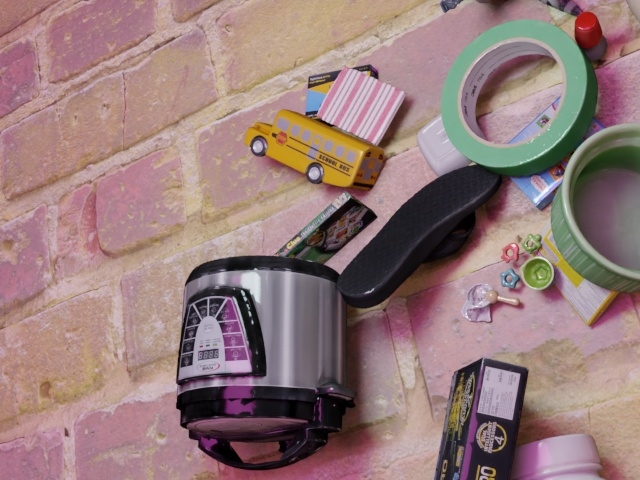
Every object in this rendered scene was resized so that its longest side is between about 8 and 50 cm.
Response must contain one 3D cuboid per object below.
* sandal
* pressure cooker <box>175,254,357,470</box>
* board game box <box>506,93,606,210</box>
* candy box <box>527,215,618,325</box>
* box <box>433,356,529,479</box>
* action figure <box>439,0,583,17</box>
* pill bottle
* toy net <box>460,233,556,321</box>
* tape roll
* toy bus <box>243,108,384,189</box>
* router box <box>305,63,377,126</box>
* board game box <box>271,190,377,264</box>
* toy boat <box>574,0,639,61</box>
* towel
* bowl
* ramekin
[{"bbox_3d":[0.218,-0.004,1.935,0.446,0.107,0.167,-41,35,-15],"label":"sandal"},{"bbox_3d":[-0.116,0.271,1.918,0.375,0.370,0.420,5,72,-10],"label":"pressure cooker"},{"bbox_3d":[0.492,-0.191,1.911,0.211,0.039,0.160,-42,57,11],"label":"board game box"},{"bbox_3d":[0.498,0.058,1.794,0.206,0.027,0.105,57,143,32],"label":"candy box"},{"bbox_3d":[0.275,0.427,1.658,0.097,0.318,0.395,12,78,4],"label":"box"},{"bbox_3d":[0.412,-0.564,2.017,0.330,0.178,0.341,19,59,39],"label":"action figure"},{"bbox_3d":[0.443,0.537,1.580,0.204,0.204,0.361,-21,64,23],"label":"pill bottle"},{"bbox_3d":[0.369,0.084,1.857,0.232,0.045,0.122,-35,71,26],"label":"toy net"},{"bbox_3d":[0.411,-0.298,1.893,0.321,0.077,0.321,-9,74,33],"label":"tape roll"},{"bbox_3d":[-0.021,-0.218,2.163,0.332,0.108,0.130,28,104,29],"label":"toy bus"},{"bbox_3d":[0.051,-0.352,2.230,0.179,0.046,0.133,-5,71,30],"label":"router box"},{"bbox_3d":[0.000,0.000,2.081,0.259,0.136,0.030,-41,58,12],"label":"board game box"},{"bbox_3d":[0.671,-0.475,1.858,0.318,0.148,0.267,-24,67,14],"label":"toy boat"},{"bbox_3d":[0.096,-0.320,2.149,0.197,0.029,0.144,30,91,31],"label":"towel"},{"bbox_3d":[0.288,-0.227,2.040,0.142,0.053,0.142,-37,57,17],"label":"bowl"},{"bbox_3d":[0.576,-0.050,1.676,0.303,0.148,0.303,1,71,-3],"label":"ramekin"}]
